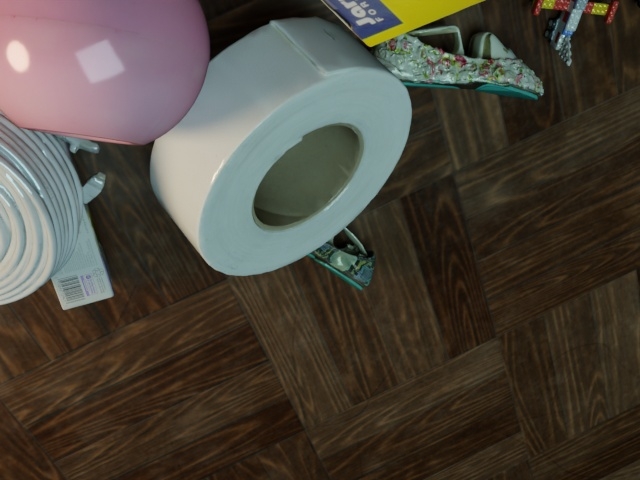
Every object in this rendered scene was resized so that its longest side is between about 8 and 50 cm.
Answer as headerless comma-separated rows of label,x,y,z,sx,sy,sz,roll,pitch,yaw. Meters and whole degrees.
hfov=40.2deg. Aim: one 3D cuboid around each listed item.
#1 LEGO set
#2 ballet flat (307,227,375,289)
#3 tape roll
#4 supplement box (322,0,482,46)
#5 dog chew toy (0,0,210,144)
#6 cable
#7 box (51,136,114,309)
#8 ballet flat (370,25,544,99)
LEGO set,0.321,-0.332,1.029,0.182,0.060,0.244,-37,128,10
ballet flat,0.000,0.000,1.133,0.188,0.070,0.070,31,108,-37
tape roll,-0.038,-0.097,0.949,0.286,0.100,0.286,-31,151,-19
supplement box,0.084,-0.373,0.696,0.195,0.356,0.194,-12,144,44
dog chew toy,-0.191,-0.256,0.772,0.206,0.206,0.332,6,94,-25
cable,-0.372,-0.039,0.883,0.257,0.089,0.257,27,126,-13
box,-0.298,-0.068,0.959,0.067,0.063,0.324,-16,127,-10
ballet flat,0.169,-0.213,1.037,0.241,0.091,0.077,1,100,-26
